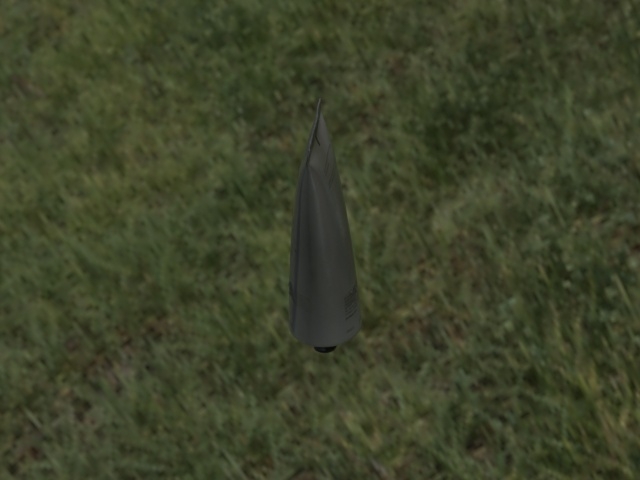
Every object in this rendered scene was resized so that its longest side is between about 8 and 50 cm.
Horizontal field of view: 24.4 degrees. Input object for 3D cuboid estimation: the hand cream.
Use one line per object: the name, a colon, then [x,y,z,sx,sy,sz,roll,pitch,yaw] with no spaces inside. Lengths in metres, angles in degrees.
hand cream: [0.000,0.000,1.059,0.054,0.186,0.087,0,29,6]
